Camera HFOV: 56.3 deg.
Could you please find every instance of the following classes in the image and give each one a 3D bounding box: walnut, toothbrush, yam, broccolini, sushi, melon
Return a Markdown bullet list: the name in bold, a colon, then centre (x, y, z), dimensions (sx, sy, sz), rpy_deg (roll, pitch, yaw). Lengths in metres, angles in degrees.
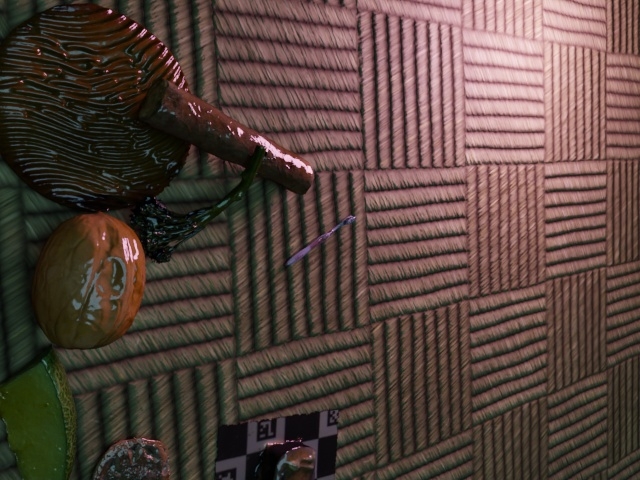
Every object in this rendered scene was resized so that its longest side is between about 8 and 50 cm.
- **walnut**: centre (-0.338, 0.059, 0.881), dimensions (0.159, 0.159, 0.207), rpy_deg (9, 88, -36)
- **toothbrush**: centre (0.000, 0.000, 1.208), dimensions (0.193, 0.019, 0.013), rpy_deg (-35, 113, -28)
- **yam**: centre (-0.144, -0.167, 1.030), dimensions (0.356, 0.081, 0.081), rpy_deg (23, 79, -45)
- **broccolini**: centre (-0.202, -0.080, 0.977), dimensions (0.271, 0.062, 0.123), rpy_deg (-43, 145, -5)
- **sushi**: centre (-0.057, 0.535, 1.148), dimensions (0.296, 0.099, 0.374), rpy_deg (5, 90, -37)
- **melon**: centre (-0.422, 0.295, 0.896), dimensions (0.113, 0.053, 0.262), rpy_deg (-8, 97, -28)

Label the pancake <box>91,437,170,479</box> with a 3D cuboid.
- **pancake**: centre (-0.315, 0.393, 0.996), dimensions (0.139, 0.022, 0.140), rpy_deg (-3, 95, -36)

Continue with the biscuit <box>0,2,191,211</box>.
- **biscuit**: centre (-0.342, -0.203, 0.928), dimensions (0.317, 0.040, 0.318), rpy_deg (-2, 94, -37)
